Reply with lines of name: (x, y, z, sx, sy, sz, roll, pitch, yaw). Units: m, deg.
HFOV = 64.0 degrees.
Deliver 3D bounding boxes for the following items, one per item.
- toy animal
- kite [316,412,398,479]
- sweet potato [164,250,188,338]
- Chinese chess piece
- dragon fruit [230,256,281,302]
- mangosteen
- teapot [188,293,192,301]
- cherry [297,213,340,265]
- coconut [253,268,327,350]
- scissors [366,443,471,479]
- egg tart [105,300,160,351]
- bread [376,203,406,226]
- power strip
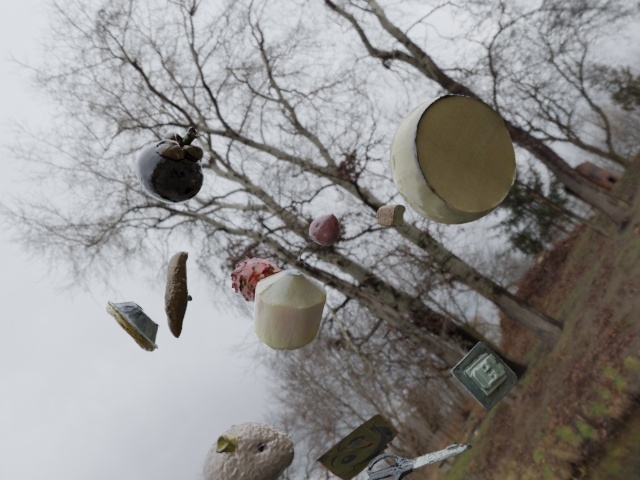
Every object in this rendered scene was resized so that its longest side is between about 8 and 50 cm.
toy animal: (-0.248, 0.702, 1.587, 0.358, 0.226, 0.188, -52, -4, 3)
kite: (0.127, 0.736, 1.795, 0.327, 0.013, 0.378, 1, -57, -32)
sweet potato: (-0.551, 0.204, 1.970, 0.114, 0.092, 0.342, 88, -178, -80)
Chinese chess piece: (0.255, -0.155, 0.985, 0.249, 0.250, 0.103, -43, 6, -21)
dragon fruit: (-0.248, 0.174, 2.169, 0.205, 0.267, 0.210, -47, -47, -49)
mangosteen: (-0.446, -0.239, 1.573, 0.250, 0.211, 0.211, -60, -25, 13)
teapot: (-0.594, 0.259, 2.192, 0.043, 0.042, 0.110, -62, -15, 20)
cherry: (0.000, 0.000, 1.774, 0.106, 0.090, 0.226, 15, -56, -16)
coconut: (-0.103, 0.208, 1.661, 0.239, 0.239, 0.245, -16, -56, -53)
scissors: (0.238, 0.553, 1.270, 0.299, 0.022, 0.109, -31, 23, 26)
egg tart: (-0.624, 0.278, 1.736, 0.094, 0.234, 0.234, -46, -25, -18)
bread: (0.233, -0.084, 1.687, 0.083, 0.070, 0.077, -5, -78, -54)
power strip: (0.621, 0.494, 1.903, 0.213, 0.198, 0.065, -34, -22, -29)
